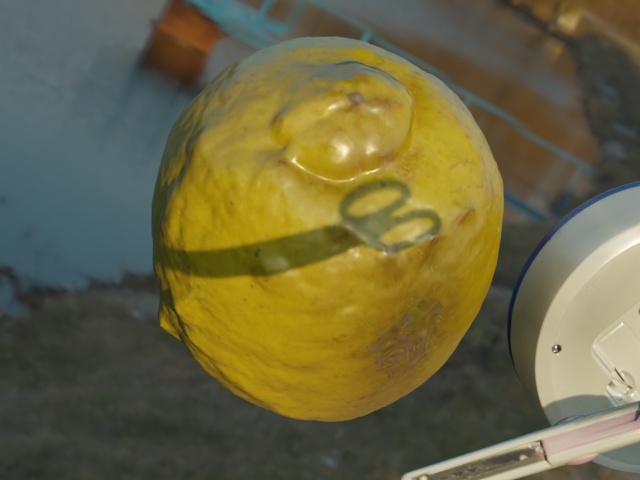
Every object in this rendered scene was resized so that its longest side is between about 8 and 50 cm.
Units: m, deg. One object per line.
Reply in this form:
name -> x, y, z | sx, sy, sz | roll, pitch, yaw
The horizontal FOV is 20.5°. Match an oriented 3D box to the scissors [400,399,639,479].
scissors -> 0.122, 0.089, 0.806 | 0.085, 0.176, 0.022 | 56, 17, -76

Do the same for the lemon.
lemon -> 0.000, -0.005, 1.332 | 0.285, 0.285, 0.316 | 26, -12, -12

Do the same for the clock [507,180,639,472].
clock -> 0.266, 0.070, 1.398 | 0.230, 0.230, 0.083 | 24, 17, -20
